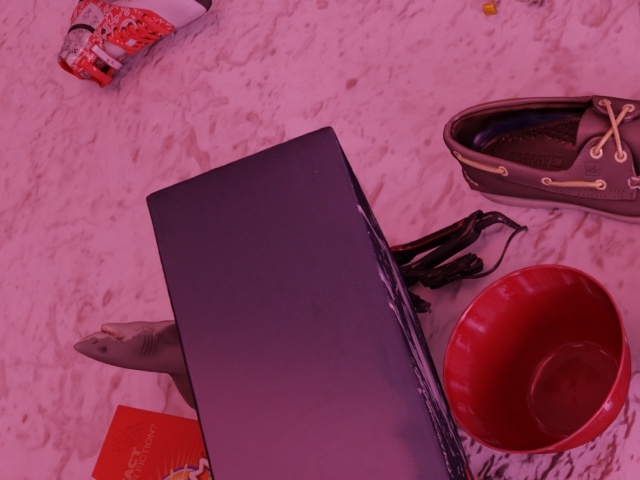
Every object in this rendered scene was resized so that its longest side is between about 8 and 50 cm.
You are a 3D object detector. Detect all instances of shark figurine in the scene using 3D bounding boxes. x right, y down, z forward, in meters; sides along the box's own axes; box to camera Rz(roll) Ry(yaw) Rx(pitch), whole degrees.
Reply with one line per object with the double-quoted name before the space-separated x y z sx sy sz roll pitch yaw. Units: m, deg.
"shark figurine" -0.118 0.139 1.502 0.278 0.166 0.116 -3 88 19

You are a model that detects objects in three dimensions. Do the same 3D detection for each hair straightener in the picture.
"hair straightener" 0.116 0.038 1.397 0.230 0.047 0.089 -23 60 21

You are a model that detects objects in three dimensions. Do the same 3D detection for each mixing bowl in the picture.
"mixing bowl" 0.215 0.123 1.217 0.181 0.098 0.181 -20 54 30

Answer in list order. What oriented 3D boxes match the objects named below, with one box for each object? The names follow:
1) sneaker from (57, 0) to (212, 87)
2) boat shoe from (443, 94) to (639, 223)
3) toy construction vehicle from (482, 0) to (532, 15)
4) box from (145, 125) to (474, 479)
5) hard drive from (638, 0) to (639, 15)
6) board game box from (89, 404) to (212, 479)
"sneaker" -0.267 -0.286 1.859 0.270 0.090 0.145 6 70 45
"boat shoe" 0.271 -0.090 1.301 0.324 0.097 0.116 5 68 40
"toy construction vehicle" 0.227 -0.306 1.516 0.086 0.035 0.098 -6 63 24
"box" 0.012 0.137 1.168 0.179 0.312 0.343 -21 60 6
"hard drive" 0.475 -0.216 1.208 0.203 0.040 0.307 -38 43 -15
"board game box" -0.133 0.316 1.407 0.317 0.064 0.242 3 67 40
